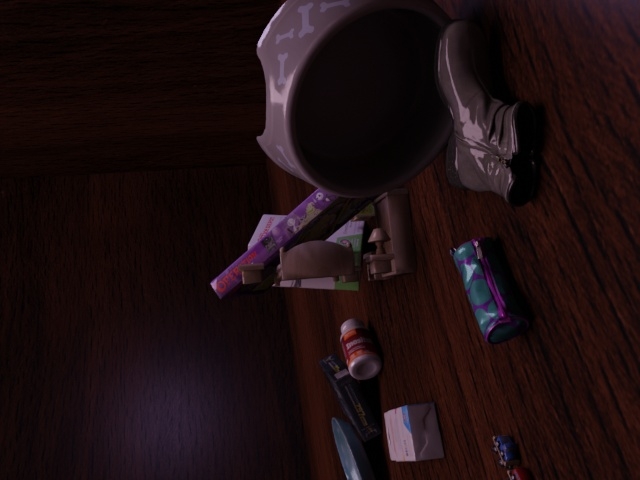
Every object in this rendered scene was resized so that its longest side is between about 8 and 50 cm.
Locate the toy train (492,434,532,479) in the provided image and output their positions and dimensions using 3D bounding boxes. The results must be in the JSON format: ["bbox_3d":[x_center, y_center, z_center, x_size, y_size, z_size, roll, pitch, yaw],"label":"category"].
[{"bbox_3d":[0.275,0.333,0.887,0.158,0.027,0.036,-107,20,-48],"label":"toy train"}]

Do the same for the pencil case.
[{"bbox_3d":[0.234,0.067,0.897,0.070,0.065,0.151,72,-177,-52],"label":"pencil case"}]

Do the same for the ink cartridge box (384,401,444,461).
[{"bbox_3d":[0.185,0.389,1.301,0.181,0.062,0.104,116,148,-69],"label":"ink cartridge box"}]

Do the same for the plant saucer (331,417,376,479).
[{"bbox_3d":[0.104,0.629,1.748,0.317,0.044,0.317,163,90,-79],"label":"plant saucer"}]

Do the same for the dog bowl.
[{"bbox_3d":[0.070,-0.219,0.964,0.102,0.349,0.348,50,146,47],"label":"dog bowl"}]

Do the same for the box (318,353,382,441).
[{"bbox_3d":[0.077,0.419,1.745,0.183,0.059,0.233,65,172,-6],"label":"box"}]

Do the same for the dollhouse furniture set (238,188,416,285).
[{"bbox_3d":[0.000,0.000,1.334,0.303,0.356,0.173,139,126,-78],"label":"dollhouse furniture set"}]

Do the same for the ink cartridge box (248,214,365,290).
[{"bbox_3d":[-0.031,0.027,1.614,0.198,0.273,0.114,-75,-13,-65],"label":"ink cartridge box"}]

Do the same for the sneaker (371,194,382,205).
[{"bbox_3d":[0.117,-0.148,1.419,0.188,0.071,0.066,97,164,-46],"label":"sneaker"}]

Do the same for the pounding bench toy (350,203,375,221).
[{"bbox_3d":[0.099,-0.093,1.590,0.065,0.052,0.083,135,130,-77],"label":"pounding bench toy"}]

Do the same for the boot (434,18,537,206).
[{"bbox_3d":[0.228,-0.173,0.844,0.161,0.084,0.246,-153,53,-70],"label":"boot"}]

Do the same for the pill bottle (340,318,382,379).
[{"bbox_3d":[0.099,0.274,1.650,0.152,0.086,0.086,-109,18,-52],"label":"pill bottle"}]

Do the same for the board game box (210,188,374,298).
[{"bbox_3d":[-0.054,-0.001,1.368,0.056,0.347,0.208,52,-166,9],"label":"board game box"}]
